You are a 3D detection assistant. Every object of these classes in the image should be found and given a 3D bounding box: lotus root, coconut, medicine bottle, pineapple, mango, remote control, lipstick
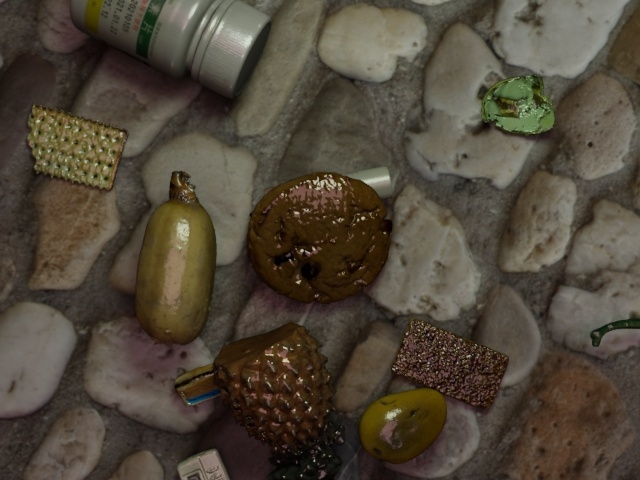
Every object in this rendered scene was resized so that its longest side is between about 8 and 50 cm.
[{"bbox_3d":[-0.275,0.037,1.421,0.152,0.169,0.342,8,87,-9],"label":"lotus root"},{"bbox_3d":[0.414,-0.281,1.521,0.158,0.055,0.133,26,86,-4],"label":"coconut"},{"bbox_3d":[-0.281,-0.428,1.411,0.340,0.208,0.208,27,88,-2],"label":"medicine bottle"},{"bbox_3d":[-0.055,0.350,1.423,0.223,0.223,0.357,-23,101,-3],"label":"pineapple"},{"bbox_3d":[0.170,0.368,1.476,0.195,0.098,0.137,-34,87,-8],"label":"mango"},{"bbox_3d":[-0.207,0.538,1.474,0.090,0.049,0.230,-21,91,-3],"label":"remote control"},{"bbox_3d":[0.015,-0.095,1.488,0.255,0.070,0.070,-11,90,-3],"label":"lipstick"}]

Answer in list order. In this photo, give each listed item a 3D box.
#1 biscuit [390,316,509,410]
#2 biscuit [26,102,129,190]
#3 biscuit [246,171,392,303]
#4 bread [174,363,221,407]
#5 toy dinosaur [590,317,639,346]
[{"bbox_3d":[0.271,0.258,1.519,0.231,0.025,0.131,21,88,-2],"label":"biscuit"},{"bbox_3d":[-0.504,-0.187,1.489,0.203,0.016,0.143,14,88,-3],"label":"biscuit"},{"bbox_3d":[0.000,0.001,1.445,0.296,0.075,0.295,-3,111,-7],"label":"biscuit"},{"bbox_3d":[-0.237,0.288,1.479,0.106,0.053,0.072,-20,113,-1],"label":"bread"},{"bbox_3d":[0.787,0.106,1.522,0.301,0.087,0.447,35,85,-2],"label":"toy dinosaur"}]
